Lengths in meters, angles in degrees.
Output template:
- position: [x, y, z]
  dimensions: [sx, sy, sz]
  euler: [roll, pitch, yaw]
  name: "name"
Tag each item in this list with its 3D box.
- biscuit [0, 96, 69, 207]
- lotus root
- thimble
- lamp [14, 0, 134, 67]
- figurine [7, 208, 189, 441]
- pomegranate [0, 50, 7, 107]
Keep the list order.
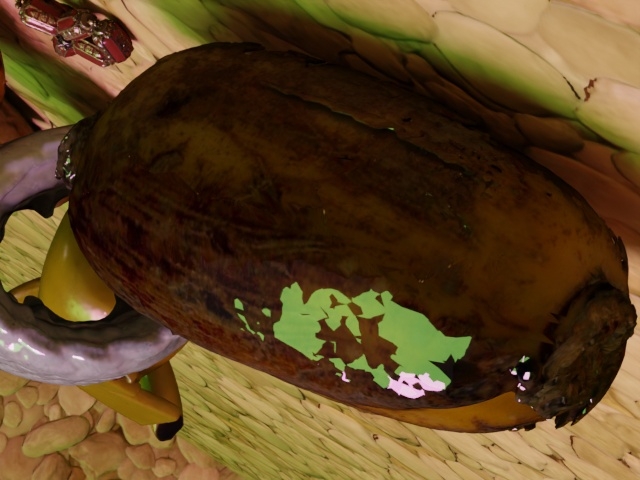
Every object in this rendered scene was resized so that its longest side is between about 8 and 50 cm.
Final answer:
- position: [-0.337, -0.138, 1.697]
  dimensions: [0.278, 0.043, 0.301]
  euler: [35, 166, 8]
  name: "biscuit"
- position: [0.000, 0.000, 1.063]
  dimensions: [0.397, 0.179, 0.196]
  euler: [23, 160, 37]
  name: "lotus root"
- position: [-0.189, 0.011, 1.488]
  dimensions: [0.250, 0.205, 0.172]
  euler: [6, 170, -21]
  name: "thimble"
- position: [-0.164, -0.143, 1.293]
  dimensions: [0.083, 0.031, 0.063]
  euler: [19, 161, 40]
  name: "lamp"
- position: [-0.179, 0.066, 1.749]
  dimensions: [0.218, 0.169, 0.327]
  euler: [40, 166, 0]
  name: "figurine"
- position: [-0.332, -0.129, 1.435]
  dimensions: [0.191, 0.191, 0.191]
  euler: [33, 167, 9]
  name: "pomegranate"
